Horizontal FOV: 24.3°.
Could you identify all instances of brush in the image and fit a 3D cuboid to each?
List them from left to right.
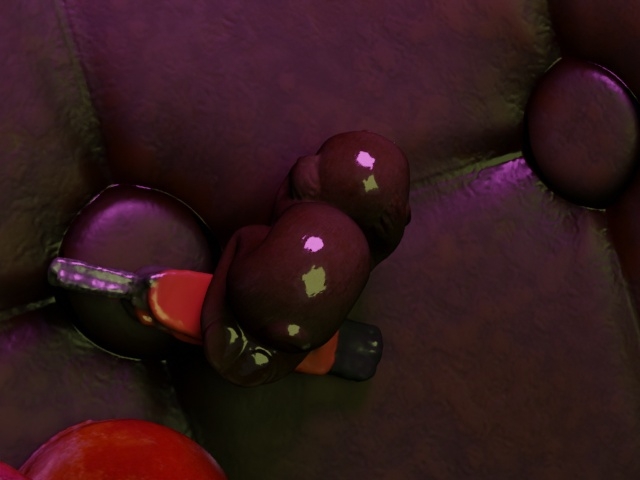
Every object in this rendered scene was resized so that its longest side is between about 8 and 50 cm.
[{"bbox_3d":[-0.085,0.066,1.308,0.323,0.051,0.070,15,79,-24],"label":"brush"}]

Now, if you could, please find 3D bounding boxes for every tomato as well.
[{"bbox_3d":[-0.165,0.255,1.207,0.200,0.139,0.233,40,71,-11],"label":"tomato"}]

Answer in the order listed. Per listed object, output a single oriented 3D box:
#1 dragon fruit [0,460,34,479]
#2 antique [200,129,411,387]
[{"bbox_3d":[-0.321,0.313,0.996,0.371,0.386,0.249,12,121,-12],"label":"dragon fruit"},{"bbox_3d":[0.000,0.000,1.275,0.121,0.143,0.257,41,46,-4],"label":"antique"}]
